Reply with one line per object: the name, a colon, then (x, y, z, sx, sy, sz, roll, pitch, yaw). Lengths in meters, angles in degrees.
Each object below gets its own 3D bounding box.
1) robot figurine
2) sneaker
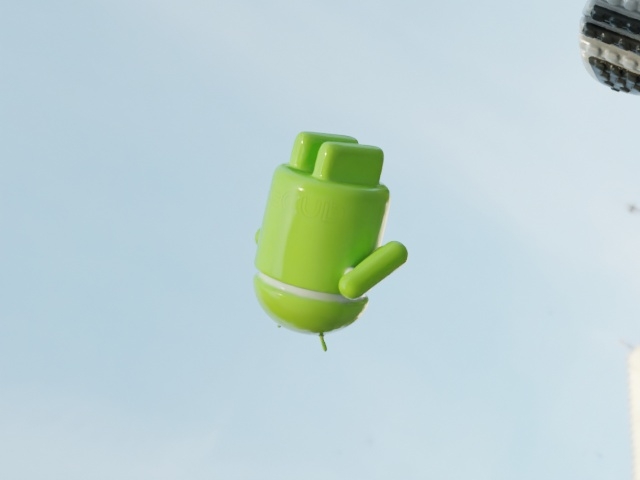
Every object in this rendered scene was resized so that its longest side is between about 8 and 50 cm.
robot figurine: (0.000, 0.000, 0.809, 0.067, 0.101, 0.115, 3, -76, -37)
sneaker: (0.293, -0.237, 1.210, 0.118, 0.110, 0.292, -57, -13, -37)
